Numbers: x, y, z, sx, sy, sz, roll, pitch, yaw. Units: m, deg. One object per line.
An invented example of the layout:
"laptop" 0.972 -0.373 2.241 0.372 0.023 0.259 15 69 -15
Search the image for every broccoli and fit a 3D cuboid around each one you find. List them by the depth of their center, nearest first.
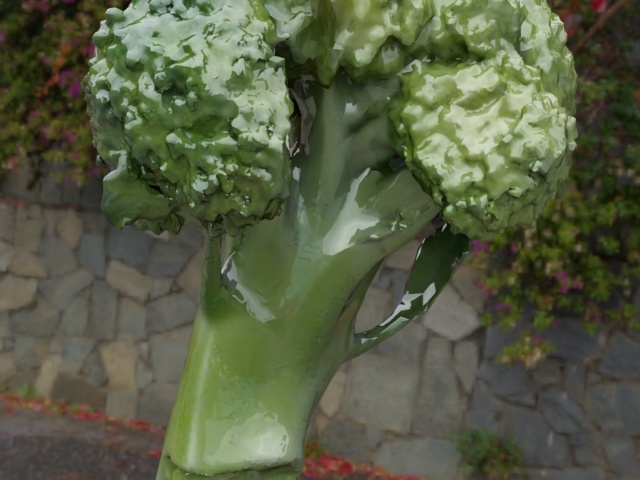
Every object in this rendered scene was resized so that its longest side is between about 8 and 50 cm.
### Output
"broccoli" 0.014 -0.026 0.437 0.186 0.302 0.254 6 -33 29
